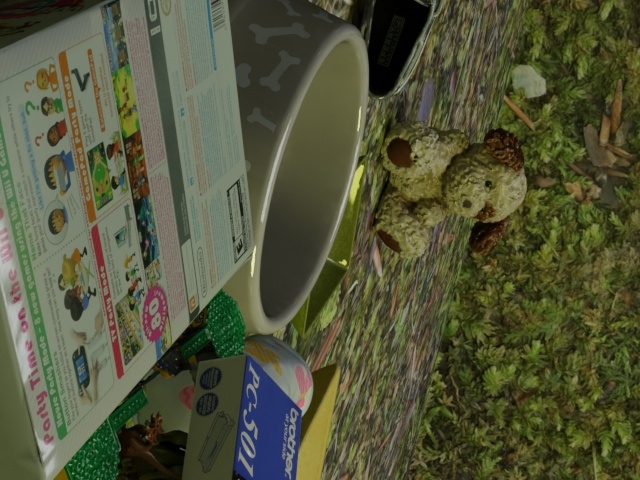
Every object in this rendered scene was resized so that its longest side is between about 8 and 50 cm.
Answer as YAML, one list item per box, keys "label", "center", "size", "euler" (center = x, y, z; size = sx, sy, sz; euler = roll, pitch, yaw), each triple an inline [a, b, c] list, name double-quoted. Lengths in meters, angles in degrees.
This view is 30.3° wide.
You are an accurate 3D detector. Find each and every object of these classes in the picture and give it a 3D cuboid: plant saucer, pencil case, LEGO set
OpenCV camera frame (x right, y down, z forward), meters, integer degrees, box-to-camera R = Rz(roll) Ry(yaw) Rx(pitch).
- label: "plant saucer"
  center: [0.000, 0.000, 1.536]
  size: [0.188, 0.045, 0.188]
  euler: [-54, 157, -55]
- label: "pencil case"
  center: [-0.094, 0.161, 1.204]
  size: [0.124, 0.113, 0.273]
  euler: [-55, 168, 5]
- label: "plant saucer"
  center: [-0.075, 0.366, 1.551]
  size: [0.333, 0.080, 0.333]
  euler: [-60, 163, -57]
- label: "LEGO set"
  center: [-0.173, 0.189, 0.903]
  size: [0.255, 0.192, 0.331]
  euler: [69, 25, -19]

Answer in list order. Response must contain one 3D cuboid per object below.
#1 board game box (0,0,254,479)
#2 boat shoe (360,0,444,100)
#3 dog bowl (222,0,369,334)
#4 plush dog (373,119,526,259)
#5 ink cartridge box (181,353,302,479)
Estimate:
- label: "board game box"
  center: [-0.144, -0.033, 0.704]
  size: [0.303, 0.097, 0.224]
  euler: [-52, 140, -61]
- label: "boat shoe"
  center: [0.107, -0.320, 1.444]
  size: [0.105, 0.113, 0.306]
  euler: [-79, -169, -75]
- label: "dog bowl"
  center: [-0.048, -0.068, 1.139]
  size: [0.349, 0.102, 0.349]
  euler: [16, 90, -77]
- label: "plush dog"
  center: [0.224, -0.101, 1.932]
  size: [0.211, 0.225, 0.262]
  euler: [-59, 160, -46]
- label: "ink cartridge box"
  center: [-0.060, 0.197, 0.852]
  size: [0.097, 0.046, 0.207]
  euler: [53, 33, -46]
